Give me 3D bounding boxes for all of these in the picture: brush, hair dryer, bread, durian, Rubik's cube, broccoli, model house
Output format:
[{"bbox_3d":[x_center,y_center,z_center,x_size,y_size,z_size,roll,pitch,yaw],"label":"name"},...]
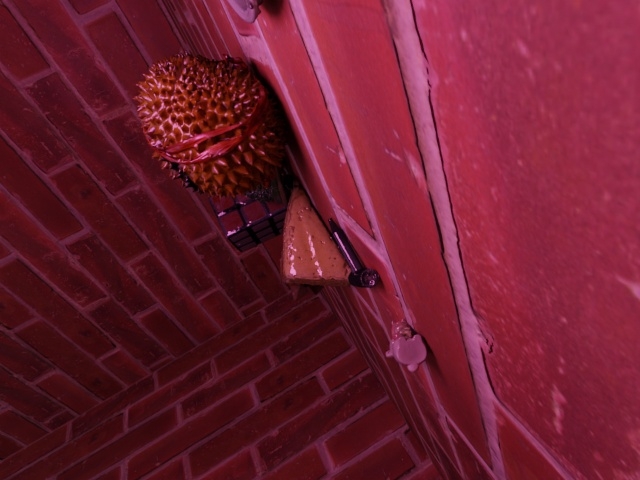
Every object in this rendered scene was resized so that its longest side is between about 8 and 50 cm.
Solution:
[{"bbox_3d":[-0.144,-0.198,1.303,0.282,0.048,0.054,84,177,-67],"label":"brush"},{"bbox_3d":[0.071,0.027,0.989,0.194,0.050,0.173,63,171,1],"label":"hair dryer"},{"bbox_3d":[0.000,0.000,1.307,0.248,0.279,0.314,104,179,-80],"label":"bread"},{"bbox_3d":[-0.243,-0.269,0.949,0.385,0.347,0.347,18,-150,-49],"label":"durian"},{"bbox_3d":[-0.306,-0.164,1.769,0.301,0.304,0.304,87,158,-77],"label":"Rubik's cube"},{"bbox_3d":[-0.209,-0.238,1.502,0.220,0.194,0.194,5,127,59],"label":"broccoli"},{"bbox_3d":[-0.079,0.135,1.467,0.180,0.176,0.248,52,-147,-26],"label":"model house"}]

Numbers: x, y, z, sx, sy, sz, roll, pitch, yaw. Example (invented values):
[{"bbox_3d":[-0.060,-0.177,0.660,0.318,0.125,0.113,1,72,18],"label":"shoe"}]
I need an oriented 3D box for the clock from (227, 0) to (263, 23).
[{"bbox_3d":[-0.130,-0.408,0.516,0.236,0.053,0.236,59,176,7],"label":"clock"}]

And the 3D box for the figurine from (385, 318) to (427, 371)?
[{"bbox_3d":[0.192,0.226,0.889,0.146,0.081,0.098,83,-160,-85],"label":"figurine"}]

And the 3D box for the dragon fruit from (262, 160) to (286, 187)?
[{"bbox_3d":[-0.269,-0.305,1.279,0.329,0.228,0.286,63,171,-11],"label":"dragon fruit"}]

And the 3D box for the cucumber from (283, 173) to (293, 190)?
[{"bbox_3d":[-0.105,-0.182,1.280,0.033,0.034,0.134,29,-159,-13],"label":"cucumber"}]
